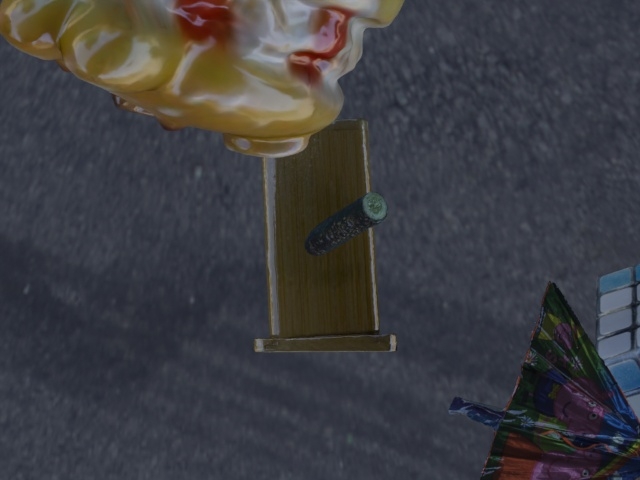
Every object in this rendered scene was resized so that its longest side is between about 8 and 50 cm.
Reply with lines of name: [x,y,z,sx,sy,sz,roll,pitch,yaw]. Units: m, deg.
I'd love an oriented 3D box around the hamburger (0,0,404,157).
hamburger: [-0.089,-0.169,0.983,0.261,0.303,0.186,29,98,3]

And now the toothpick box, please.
toothpick box: [0.000,0.000,1.926,0.190,0.187,0.308,-2,86,1]

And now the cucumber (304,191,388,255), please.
cucumber: [0.021,-0.013,1.399,0.032,0.032,0.133,32,149,-16]

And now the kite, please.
kite: [0.234,0.202,1.420,0.234,0.016,0.321,15,106,-10]

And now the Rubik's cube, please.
Rubik's cube: [0.579,0.178,2.165,0.256,0.259,0.253,-21,113,20]
